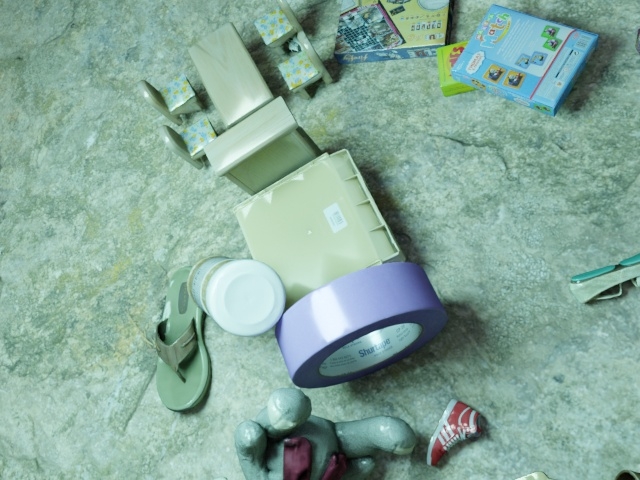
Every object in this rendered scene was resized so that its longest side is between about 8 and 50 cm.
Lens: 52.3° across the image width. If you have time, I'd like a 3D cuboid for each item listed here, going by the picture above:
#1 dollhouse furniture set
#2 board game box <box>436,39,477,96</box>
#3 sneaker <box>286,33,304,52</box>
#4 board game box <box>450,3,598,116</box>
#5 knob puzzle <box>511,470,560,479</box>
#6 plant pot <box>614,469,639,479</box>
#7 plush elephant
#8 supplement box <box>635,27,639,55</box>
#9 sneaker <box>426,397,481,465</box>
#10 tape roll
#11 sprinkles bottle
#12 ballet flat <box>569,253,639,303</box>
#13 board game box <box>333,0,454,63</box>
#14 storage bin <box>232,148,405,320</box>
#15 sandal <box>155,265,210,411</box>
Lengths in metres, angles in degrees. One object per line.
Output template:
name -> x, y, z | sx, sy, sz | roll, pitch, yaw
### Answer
dollhouse furniture set -> -0.163, -0.288, 1.317 | 0.362, 0.256, 0.394 | -31, 69, 8
board game box -> 0.325, -0.351, 1.282 | 0.181, 0.043, 0.092 | -9, 69, 19
sneaker -> -0.051, -0.438, 1.481 | 0.037, 0.032, 0.083 | -44, 57, 21
board game box -> 0.375, -0.338, 1.209 | 0.212, 0.039, 0.160 | 30, 85, 27
knob puzzle -> 0.333, 0.450, 0.997 | 0.213, 0.030, 0.213 | -4, 80, 26
plant pot -> 0.521, 0.428, 0.851 | 0.231, 0.215, 0.215 | 5, 73, 9
plush elephant -> -0.047, 0.414, 1.049 | 0.330, 0.272, 0.255 | -31, 44, 42
supplement box -> 0.599, -0.337, 1.158 | 0.043, 0.055, 0.083 | -20, 66, 14
sneaker -> 0.225, 0.329, 1.083 | 0.067, 0.042, 0.118 | 20, 78, 30
tape roll -> 0.067, 0.146, 1.081 | 0.275, 0.275, 0.090 | -29, 64, 11
sprinkles bottle -> -0.162, 0.088, 1.165 | 0.121, 0.355, 0.121 | 0, 90, -17
ballet flat -> 0.497, 0.059, 1.069 | 0.168, 0.057, 0.052 | -22, 93, 18
board game box -> 0.158, -0.467, 1.393 | 0.243, 0.042, 0.165 | 2, 72, 23
storage bin -> 0.000, 0.000, 1.249 | 0.260, 0.123, 0.262 | -29, 63, 10
sandal -> -0.293, 0.194, 1.320 | 0.120, 0.086, 0.302 | -12, 68, 18
